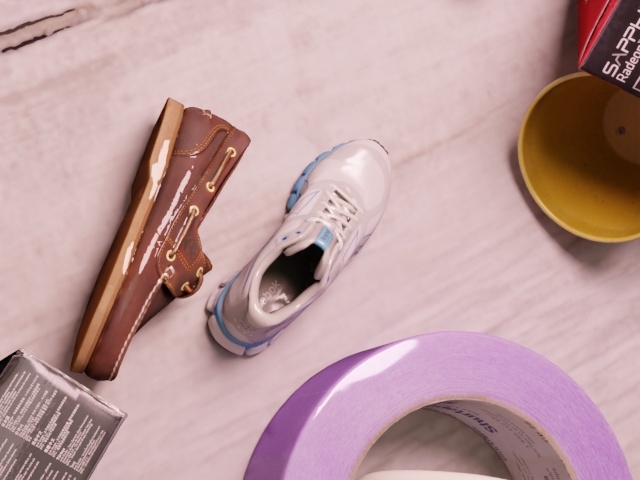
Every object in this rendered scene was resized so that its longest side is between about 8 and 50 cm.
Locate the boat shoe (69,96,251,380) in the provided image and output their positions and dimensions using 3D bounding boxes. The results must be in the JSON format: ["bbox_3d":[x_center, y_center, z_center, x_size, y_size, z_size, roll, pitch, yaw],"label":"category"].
[{"bbox_3d":[-0.105,0.003,0.962,0.073,0.073,0.207,24,72,-14],"label":"boat shoe"}]

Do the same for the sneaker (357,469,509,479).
[{"bbox_3d":[0.158,0.264,0.886,0.350,0.131,0.148,28,66,-15],"label":"sneaker"}]

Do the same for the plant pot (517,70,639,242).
[{"bbox_3d":[0.233,-0.077,1.096,0.095,0.134,0.134,-33,93,-51],"label":"plant pot"}]

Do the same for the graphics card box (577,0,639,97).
[{"bbox_3d":[0.373,-0.132,1.071,0.371,0.094,0.233,23,30,-4],"label":"graphics card box"}]

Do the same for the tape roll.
[{"bbox_3d":[0.084,0.204,0.989,0.274,0.090,0.275,4,79,-21],"label":"tape roll"}]

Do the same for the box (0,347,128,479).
[{"bbox_3d":[-0.208,0.166,0.847,0.077,0.147,0.180,34,70,-13],"label":"box"}]

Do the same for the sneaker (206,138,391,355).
[{"bbox_3d":[0.000,0.000,1.000,0.071,0.083,0.191,39,67,-9],"label":"sneaker"}]
